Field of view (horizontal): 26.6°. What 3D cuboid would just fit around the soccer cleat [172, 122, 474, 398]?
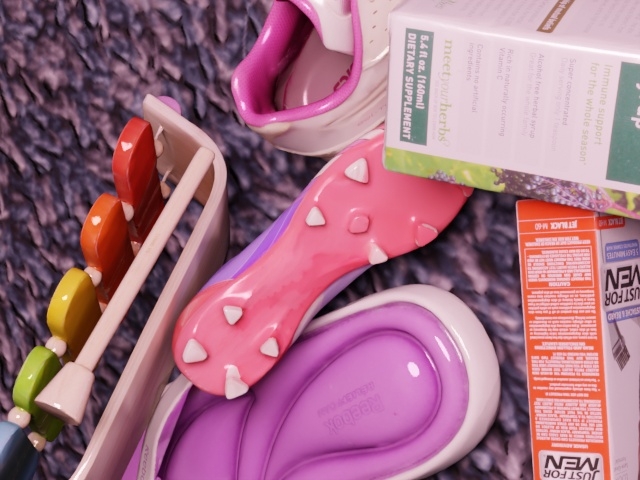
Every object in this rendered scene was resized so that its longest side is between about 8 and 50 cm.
[{"bbox_3d":[0.000,0.000,0.869,0.248,0.095,0.083,-44,109,5],"label":"soccer cleat"}]

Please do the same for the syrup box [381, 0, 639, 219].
[{"bbox_3d":[0.160,-0.075,0.725,0.236,0.096,0.093,13,121,20],"label":"syrup box"}]

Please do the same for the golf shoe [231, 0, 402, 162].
[{"bbox_3d":[0.057,-0.169,0.814,0.115,0.140,0.306,44,115,27],"label":"golf shoe"}]

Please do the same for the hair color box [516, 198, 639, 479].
[{"bbox_3d":[0.161,0.057,0.781,0.053,0.093,0.167,-1,93,36],"label":"hair color box"}]

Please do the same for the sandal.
[{"bbox_3d":[-0.061,0.153,0.942,0.416,0.102,0.169,-40,71,31],"label":"sandal"}]

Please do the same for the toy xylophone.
[{"bbox_3d":[-0.138,0.048,0.880,0.081,0.323,0.236,22,151,6],"label":"toy xylophone"}]
